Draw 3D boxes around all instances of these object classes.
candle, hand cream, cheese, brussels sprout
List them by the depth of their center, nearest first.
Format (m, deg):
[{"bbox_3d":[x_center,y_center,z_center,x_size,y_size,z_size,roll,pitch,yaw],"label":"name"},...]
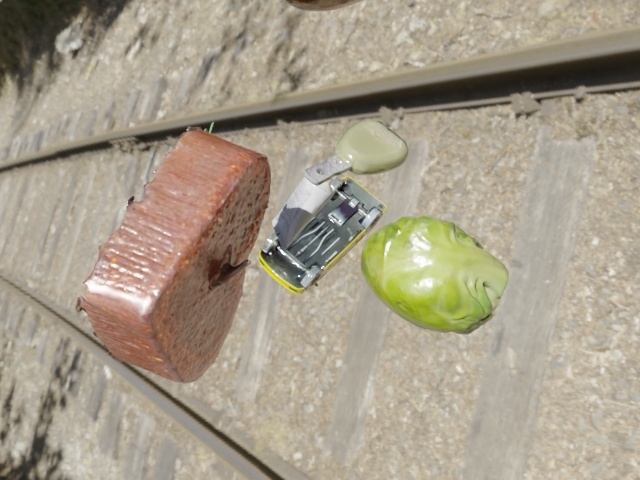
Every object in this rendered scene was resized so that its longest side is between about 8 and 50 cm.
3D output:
[{"bbox_3d":[-0.159,0.032,0.820,0.287,0.132,0.316,-28,-43,-72],"label":"candle"},{"bbox_3d":[0.046,-0.121,0.998,0.097,0.192,0.037,42,135,19],"label":"cheese"},{"bbox_3d":[0.163,0.055,1.031,0.223,0.223,0.161,1,56,57],"label":"brussels sprout"},{"bbox_3d":[-0.025,-0.057,1.079,0.142,0.053,0.084,-52,34,21],"label":"hand cream"}]

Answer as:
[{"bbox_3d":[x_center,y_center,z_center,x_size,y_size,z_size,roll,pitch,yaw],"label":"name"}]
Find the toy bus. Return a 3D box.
[{"bbox_3d":[0.000,0.000,1.619,0.330,0.144,0.152,-42,-14,-29],"label":"toy bus"}]

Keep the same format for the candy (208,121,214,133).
[{"bbox_3d":[-0.235,-0.186,1.398,0.035,0.035,0.122,-22,54,65],"label":"candy"}]

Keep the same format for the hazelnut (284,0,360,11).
[{"bbox_3d":[0.018,-0.718,1.585,0.366,0.366,0.365,-32,48,46],"label":"hazelnut"}]
